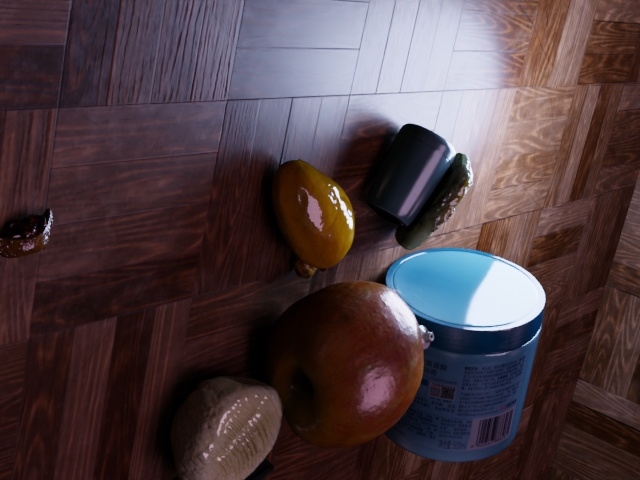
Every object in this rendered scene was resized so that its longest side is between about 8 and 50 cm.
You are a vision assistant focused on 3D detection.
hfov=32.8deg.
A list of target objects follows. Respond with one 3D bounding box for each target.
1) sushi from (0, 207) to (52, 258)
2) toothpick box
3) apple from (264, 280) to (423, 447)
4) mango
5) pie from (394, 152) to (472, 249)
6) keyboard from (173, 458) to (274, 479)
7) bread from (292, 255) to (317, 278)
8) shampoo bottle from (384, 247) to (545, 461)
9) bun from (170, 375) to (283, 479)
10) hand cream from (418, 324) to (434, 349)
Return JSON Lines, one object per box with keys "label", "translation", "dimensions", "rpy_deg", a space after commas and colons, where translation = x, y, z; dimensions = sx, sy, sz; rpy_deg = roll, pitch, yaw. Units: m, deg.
{"label": "sushi", "translation": [-0.383, -0.009, 1.422], "dimensions": [0.099, 0.050, 0.047], "rpy_deg": [-41, 135, -51]}
{"label": "toothpick box", "translation": [0.169, -0.123, 2.097], "dimensions": [0.184, 0.120, 0.120], "rpy_deg": [-60, 148, -6]}
{"label": "apple", "translation": [0.039, 0.233, 1.955], "dimensions": [0.301, 0.302, 0.301], "rpy_deg": [-34, 135, -41]}
{"label": "mango", "translation": [-0.015, -0.052, 1.883], "dimensions": [0.147, 0.109, 0.227], "rpy_deg": [-52, 133, -29]}
{"label": "pie", "translation": [0.229, -0.079, 2.172], "dimensions": [0.240, 0.054, 0.240], "rpy_deg": [-54, -173, 10]}
{"label": "keyboard", "translation": [-0.167, 0.416, 1.959], "dimensions": [0.381, 0.103, 0.041], "rpy_deg": [-30, 147, -40]}
{"label": "bread", "translation": [0.000, 0.000, 1.994], "dimensions": [0.157, 0.044, 0.052], "rpy_deg": [-58, 150, -14]}
{"label": "shampoo bottle", "translation": [0.283, 0.242, 2.294], "dimensions": [0.331, 0.331, 0.342], "rpy_deg": [-28, 132, -45]}
{"label": "bun", "translation": [-0.171, 0.324, 1.863], "dimensions": [0.220, 0.134, 0.220], "rpy_deg": [-34, 140, -34]}
{"label": "hand cream", "translation": [0.126, 0.194, 2.134], "dimensions": [0.083, 0.224, 0.048], "rpy_deg": [33, 60, -41]}
